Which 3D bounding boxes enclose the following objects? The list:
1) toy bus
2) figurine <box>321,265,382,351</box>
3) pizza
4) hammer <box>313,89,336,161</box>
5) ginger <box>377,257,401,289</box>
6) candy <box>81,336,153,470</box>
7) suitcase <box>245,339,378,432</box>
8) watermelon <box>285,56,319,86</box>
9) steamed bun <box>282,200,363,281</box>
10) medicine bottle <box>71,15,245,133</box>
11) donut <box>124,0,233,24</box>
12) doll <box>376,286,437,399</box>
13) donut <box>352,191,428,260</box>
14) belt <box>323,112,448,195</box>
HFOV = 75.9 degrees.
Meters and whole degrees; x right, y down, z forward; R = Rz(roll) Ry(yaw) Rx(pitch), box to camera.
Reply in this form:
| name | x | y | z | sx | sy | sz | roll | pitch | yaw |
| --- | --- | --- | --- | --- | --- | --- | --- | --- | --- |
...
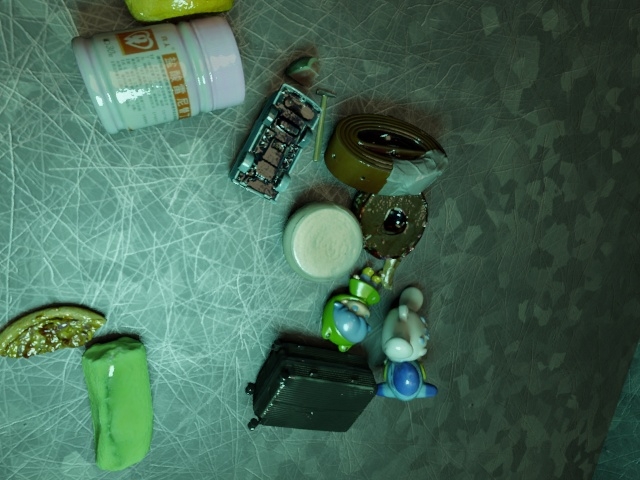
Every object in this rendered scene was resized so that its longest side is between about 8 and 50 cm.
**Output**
| name | x | y | z | sx | sy | sz | roll | pitch | yaw |
| --- | --- | --- | --- | --- | --- | --- | --- | --- | --- |
| toy bus | -0.126 | -0.246 | 1.056 | 0.133 | 0.165 | 0.271 | 28 | 89 | -26 |
| figurine | 0.104 | 0.210 | 1.275 | 0.162 | 0.143 | 0.263 | 45 | 65 | -32 |
| pizza | -0.652 | 0.223 | 0.990 | 0.247 | 0.058 | 0.127 | -1 | 102 | -21 |
| hammer | 0.005 | -0.326 | 1.179 | 0.063 | 0.013 | 0.198 | 4 | 100 | -23 |
| ginger | 0.229 | 0.092 | 1.349 | 0.058 | 0.044 | 0.137 | 14 | 97 | -43 |
| candy | -0.518 | 0.419 | 1.059 | 0.142 | 0.132 | 0.342 | -24 | 119 | -63 |
| suitcase | -0.024 | 0.446 | 1.221 | 0.336 | 0.152 | 0.229 | 18 | 117 | -25 |
| watermelon | -0.048 | -0.448 | 1.090 | 0.092 | 0.085 | 0.072 | -43 | 106 | -31 |
| steamed bun | 0.000 | 0.000 | 1.172 | 0.232 | 0.145 | 0.231 | -2 | 98 | -18 |
| medicine bottle | -0.347 | -0.370 | 0.915 | 0.316 | 0.202 | 0.202 | -20 | 108 | -17 |
| donut | -0.302 | -0.537 | 0.878 | 0.254 | 0.253 | 0.118 | -20 | 115 | -18 |
| doll | 0.272 | 0.363 | 1.276 | 0.376 | 0.187 | 0.364 | -26 | 118 | -49 |
| donut | 0.212 | -0.069 | 1.275 | 0.270 | 0.103 | 0.269 | -5 | 103 | -20 |
| belt | 0.187 | -0.238 | 1.157 | 0.339 | 0.122 | 0.217 | 8 | 59 | -17 |
